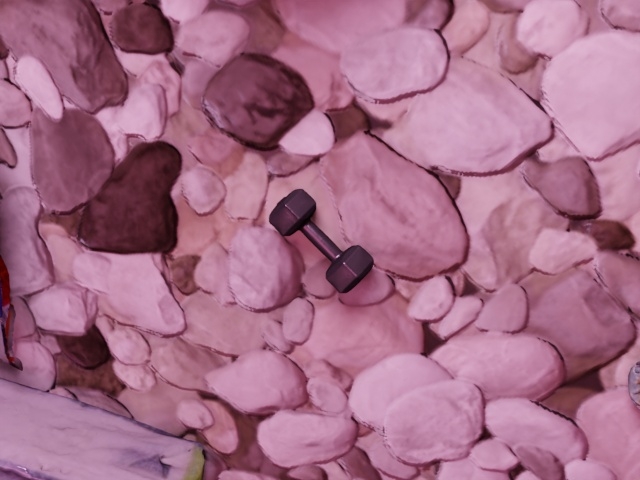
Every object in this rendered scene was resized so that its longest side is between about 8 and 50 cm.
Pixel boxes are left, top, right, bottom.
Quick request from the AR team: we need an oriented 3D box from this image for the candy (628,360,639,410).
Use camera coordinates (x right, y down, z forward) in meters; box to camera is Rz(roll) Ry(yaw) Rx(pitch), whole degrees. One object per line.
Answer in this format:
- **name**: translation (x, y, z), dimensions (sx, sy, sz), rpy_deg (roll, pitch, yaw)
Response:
- **candy**: translation (0.294, 0.100, 0.528), dimensions (0.182, 0.046, 0.053), rpy_deg (-8, 105, 24)

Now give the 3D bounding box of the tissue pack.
- **tissue pack**: translation (-0.279, 0.328, 0.766), dimensions (0.288, 0.124, 0.394), rpy_deg (17, 114, 5)

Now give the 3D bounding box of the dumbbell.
- **dumbbell**: translation (0.000, 0.000, 0.602), dimensions (0.083, 0.036, 0.040), rpy_deg (45, 119, -1)

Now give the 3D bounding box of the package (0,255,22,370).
- **package**: translation (-0.323, -0.016, 0.699), dimensions (0.194, 0.071, 0.269), rpy_deg (-4, 101, 27)
